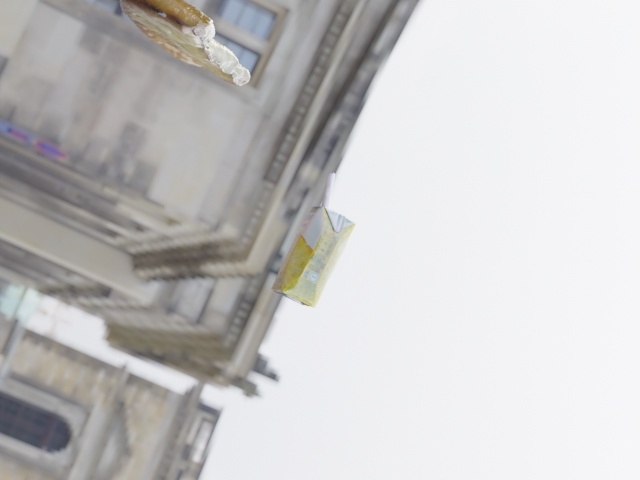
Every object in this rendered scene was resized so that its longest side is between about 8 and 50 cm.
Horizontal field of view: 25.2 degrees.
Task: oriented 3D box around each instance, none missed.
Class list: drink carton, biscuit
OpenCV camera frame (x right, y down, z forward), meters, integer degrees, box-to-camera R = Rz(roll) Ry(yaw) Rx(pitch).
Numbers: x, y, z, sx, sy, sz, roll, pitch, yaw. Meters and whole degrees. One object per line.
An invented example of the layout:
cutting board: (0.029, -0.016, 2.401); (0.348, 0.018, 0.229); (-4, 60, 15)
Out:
drink carton: (0.000, 0.000, 2.170); (0.200, 0.074, 0.084); (-63, -166, -7)
biscuit: (-0.198, -0.296, 2.041); (0.045, 0.154, 0.299); (-64, 167, -6)
